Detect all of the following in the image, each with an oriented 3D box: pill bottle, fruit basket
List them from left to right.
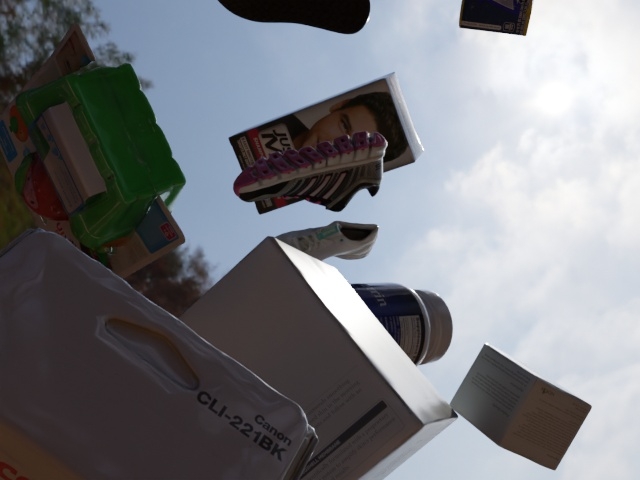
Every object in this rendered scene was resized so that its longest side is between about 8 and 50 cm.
[{"bbox_3d":[-0.362,-0.088,1.241,0.353,0.327,0.165,-25,0,41],"label":"fruit basket"},{"bbox_3d":[0.077,0.143,1.354,0.264,0.153,0.153,1,-33,-40],"label":"pill bottle"}]

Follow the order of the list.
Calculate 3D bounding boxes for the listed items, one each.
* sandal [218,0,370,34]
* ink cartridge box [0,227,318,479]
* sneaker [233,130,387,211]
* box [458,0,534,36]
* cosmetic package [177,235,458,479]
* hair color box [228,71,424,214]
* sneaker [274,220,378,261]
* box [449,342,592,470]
[{"bbox_3d":[-0.035,-0.249,0.864,0.179,0.040,0.067,10,-69,-26],"label":"sandal"},{"bbox_3d":[-0.158,0.157,0.499,0.197,0.114,0.273,36,-54,-1],"label":"ink cartridge box"},{"bbox_3d":[-0.006,-0.059,0.913,0.170,0.063,0.075,-17,-62,-11],"label":"sneaker"},{"bbox_3d":[0.150,-0.251,0.673,0.059,0.054,0.169,10,-54,9],"label":"box"},{"bbox_3d":[0.002,0.135,0.864,0.138,0.225,0.224,-41,-19,7],"label":"cosmetic package"},{"bbox_3d":[0.012,-0.206,1.845,0.374,0.185,0.113,-18,11,21],"label":"hair color box"},{"bbox_3d":[0.000,0.000,1.471,0.212,0.080,0.094,-12,-18,-21],"label":"sneaker"},{"bbox_3d":[0.223,0.186,0.962,0.102,0.101,0.087,29,-88,-29],"label":"box"}]
